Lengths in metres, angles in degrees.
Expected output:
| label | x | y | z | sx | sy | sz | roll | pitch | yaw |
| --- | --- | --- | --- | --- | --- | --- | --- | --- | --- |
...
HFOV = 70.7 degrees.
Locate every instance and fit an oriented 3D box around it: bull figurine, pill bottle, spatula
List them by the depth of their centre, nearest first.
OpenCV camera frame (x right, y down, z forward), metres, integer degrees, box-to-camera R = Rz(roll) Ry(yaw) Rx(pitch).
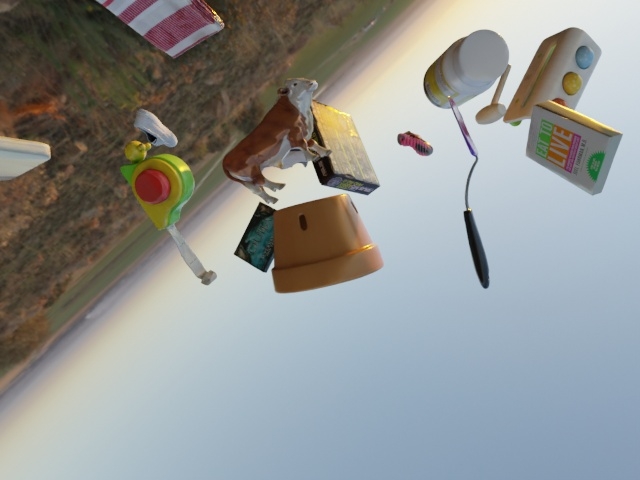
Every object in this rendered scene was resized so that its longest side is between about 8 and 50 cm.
| label | x | y | z | sx | sy | sz | roll | pitch | yaw |
| --- | --- | --- | --- | --- | --- | --- | --- | --- | --- |
| spatula | 0.231 | -0.070 | 0.689 | 0.030 | 0.296 | 0.084 | -5 | -172 | 25 |
| pill bottle | 0.301 | -0.355 | 0.949 | 0.119 | 0.119 | 0.208 | -44 | -173 | 0 |
| bull figurine | -0.094 | -0.237 | 1.082 | 0.310 | 0.188 | 0.101 | -42 | 174 | 14 |

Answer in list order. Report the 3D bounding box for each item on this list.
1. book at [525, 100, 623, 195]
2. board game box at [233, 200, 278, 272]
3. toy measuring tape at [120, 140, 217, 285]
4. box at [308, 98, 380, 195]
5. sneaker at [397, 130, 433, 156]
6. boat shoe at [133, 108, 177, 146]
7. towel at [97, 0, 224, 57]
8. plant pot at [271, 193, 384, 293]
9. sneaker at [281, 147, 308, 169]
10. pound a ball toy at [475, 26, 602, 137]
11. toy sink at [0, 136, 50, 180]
| label | x | y | z | sx | sy | sz | roll | pitch | yaw |
| --- | --- | --- | --- | --- | --- | --- | --- | --- | --- |
| book | 0.386 | -0.146 | 0.701 | 0.035 | 0.096 | 0.144 | -16 | -142 | -14 |
| board game box | -0.176 | -0.012 | 1.377 | 0.186 | 0.126 | 0.026 | -63 | 156 | 2 |
| toy measuring tape | -0.286 | -0.066 | 0.930 | 0.121 | 0.330 | 0.121 | -31 | -170 | 6 |
| box | 0.048 | -0.271 | 1.319 | 0.060 | 0.270 | 0.216 | -34 | 155 | 35 |
| sneaker | 0.279 | -0.282 | 1.288 | 0.057 | 0.119 | 0.047 | -32 | 144 | -32 |
| boat shoe | -0.483 | -0.312 | 1.321 | 0.184 | 0.066 | 0.063 | 73 | 40 | -76 |
| towel | -0.460 | -0.645 | 1.238 | 0.237 | 0.329 | 0.037 | -13 | -114 | 31 |
| plant pot | 0.000 | 0.000 | 1.161 | 0.291 | 0.203 | 0.291 | -13 | -178 | 0 |
| sneaker | -0.153 | -0.285 | 1.539 | 0.235 | 0.094 | 0.090 | -5 | -147 | -10 |
| pound a ball toy | 0.564 | -0.391 | 1.145 | 0.319 | 0.208 | 0.136 | -61 | -159 | -8 |
| toy sink | -0.442 | -0.151 | 0.479 | 0.153 | 0.131 | 0.234 | -8 | 175 | 38 |
